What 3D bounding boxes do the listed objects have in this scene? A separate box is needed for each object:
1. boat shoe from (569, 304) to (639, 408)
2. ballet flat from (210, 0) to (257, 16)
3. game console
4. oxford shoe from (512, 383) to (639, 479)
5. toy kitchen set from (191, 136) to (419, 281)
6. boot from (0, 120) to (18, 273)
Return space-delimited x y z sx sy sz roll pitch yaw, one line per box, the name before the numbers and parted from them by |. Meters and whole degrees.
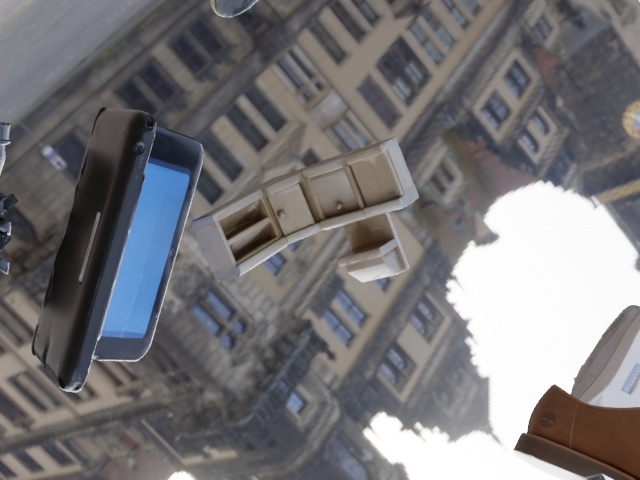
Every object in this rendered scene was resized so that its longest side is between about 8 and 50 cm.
boat shoe | 0.294 0.147 1.005 0.184 0.066 0.063 -64 -162 5
ballet flat | -0.057 -0.290 0.904 0.049 0.057 0.173 37 -76 45
game console | -0.084 0.005 0.454 0.107 0.071 0.122 17 -88 62
oxford shoe | 0.254 0.163 0.705 0.076 0.212 0.076 -63 158 -16
toy kitchen set | 0.000 0.000 0.480 0.083 0.068 0.075 -16 -169 38
boot | -0.229 -0.025 0.556 0.121 0.099 0.045 10 -175 23
